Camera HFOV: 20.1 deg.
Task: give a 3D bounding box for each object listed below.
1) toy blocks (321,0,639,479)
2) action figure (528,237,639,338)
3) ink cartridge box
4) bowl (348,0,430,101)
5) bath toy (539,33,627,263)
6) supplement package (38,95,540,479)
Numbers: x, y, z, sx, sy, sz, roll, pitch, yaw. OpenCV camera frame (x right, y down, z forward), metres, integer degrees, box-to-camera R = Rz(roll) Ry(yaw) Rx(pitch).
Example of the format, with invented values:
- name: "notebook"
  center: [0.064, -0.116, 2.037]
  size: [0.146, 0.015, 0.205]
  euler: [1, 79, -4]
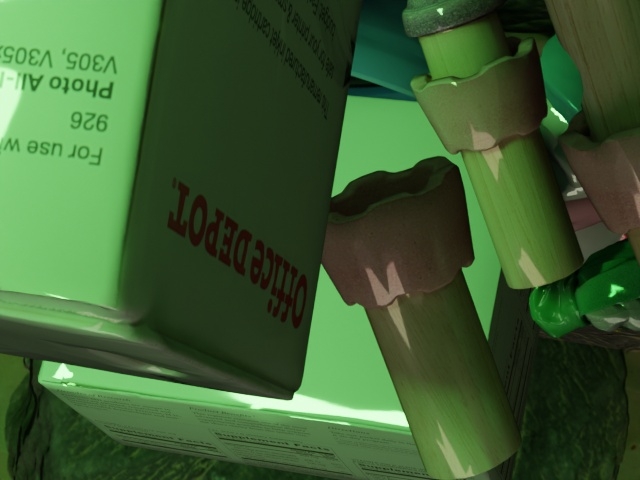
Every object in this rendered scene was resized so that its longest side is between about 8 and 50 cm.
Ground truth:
- name: "toy blocks"
  center: [0.155, -0.098, 0.760]
  size: [0.309, 0.260, 0.288]
  euler: [-16, -166, 19]
- name: "action figure"
  center: [0.214, 0.015, 0.916]
  size: [0.232, 0.063, 0.137]
  euler: [-11, -165, 29]
- name: "ink cartridge box"
  center: [-0.059, -0.109, 0.536]
  size: [0.122, 0.289, 0.211]
  euler: [7, 171, 12]
- name: "bowl"
  center: [-0.075, -0.121, 1.197]
  size: [0.391, 0.077, 0.391]
  euler: [9, 172, 1]
- name: "bath toy"
  center: [0.200, -0.057, 1.207]
  size: [0.151, 0.129, 0.348]
  euler: [53, 173, 7]
- name: "supplement package"
  center: [-0.005, 0.029, 1.100]
  size: [0.262, 0.204, 0.145]
  euler: [7, 161, 17]
